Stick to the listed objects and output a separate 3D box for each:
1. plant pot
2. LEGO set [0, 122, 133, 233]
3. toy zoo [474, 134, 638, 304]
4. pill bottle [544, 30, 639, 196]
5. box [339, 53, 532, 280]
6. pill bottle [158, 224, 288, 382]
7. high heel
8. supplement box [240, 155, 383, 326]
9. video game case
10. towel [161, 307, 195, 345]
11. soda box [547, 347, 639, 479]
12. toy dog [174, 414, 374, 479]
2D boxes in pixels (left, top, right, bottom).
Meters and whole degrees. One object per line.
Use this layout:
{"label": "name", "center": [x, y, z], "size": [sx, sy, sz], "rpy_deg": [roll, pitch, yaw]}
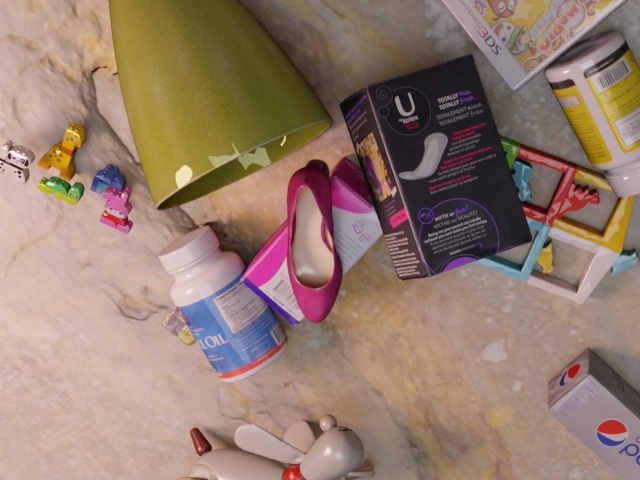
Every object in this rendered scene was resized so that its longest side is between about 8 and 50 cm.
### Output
{"label": "plant pot", "center": [-0.168, -0.233, 1.892], "size": [0.275, 0.275, 0.293], "rpy_deg": [-27, 88, 17]}
{"label": "LEGO set", "center": [-0.364, -0.113, 2.032], "size": [0.227, 0.087, 0.093], "rpy_deg": [25, 127, -1]}
{"label": "toy zoo", "center": [0.328, -0.028, 1.991], "size": [0.293, 0.030, 0.192], "rpy_deg": [21, 111, 1]}
{"label": "pill bottle", "center": [0.406, -0.172, 1.880], "size": [0.119, 0.119, 0.208], "rpy_deg": [-26, 104, 16]}
{"label": "box", "center": [0.157, -0.097, 1.873], "size": [0.165, 0.143, 0.270], "rpy_deg": [-18, 91, -15]}
{"label": "pill bottle", "center": [-0.152, 0.094, 2.058], "size": [0.124, 0.124, 0.221], "rpy_deg": [-26, 103, 17]}
{"label": "high heel", "center": [-0.012, 0.013, 1.891], "size": [0.082, 0.117, 0.244], "rpy_deg": [8, 109, 7]}
{"label": "supplement box", "center": [0.000, 0.000, 2.007], "size": [0.111, 0.114, 0.220], "rpy_deg": [41, 112, -6]}
{"label": "video game case", "center": [0.288, -0.353, 1.849], "size": [0.227, 0.026, 0.206], "rpy_deg": [-39, 82, 19]}
{"label": "towel", "center": [-0.204, 0.123, 2.137], "size": [0.060, 0.009, 0.083], "rpy_deg": [41, 110, -6]}
{"label": "soda box", "center": [0.473, 0.299, 2.051], "size": [0.286, 0.098, 0.091], "rpy_deg": [42, 111, -7]}
{"label": "toy dog", "center": [-0.094, 0.333, 2.121], "size": [0.333, 0.220, 0.161], "rpy_deg": [-20, 74, 7]}
